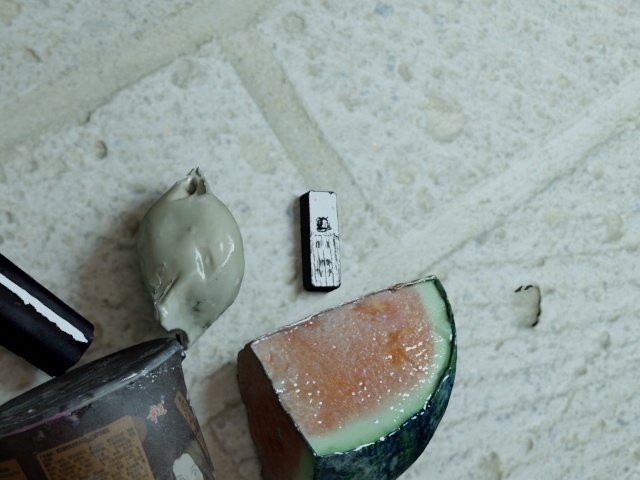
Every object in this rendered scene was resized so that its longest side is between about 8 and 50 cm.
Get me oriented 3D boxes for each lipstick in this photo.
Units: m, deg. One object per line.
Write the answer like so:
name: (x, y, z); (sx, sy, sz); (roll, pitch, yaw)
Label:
lipstick: (-0.394, -0.010, 1.334); (0.418, 0.077, 0.077); (38, 67, -21)

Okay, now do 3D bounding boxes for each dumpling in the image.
dumpling: (-0.131, 0.025, 1.449); (0.118, 0.136, 0.199); (5, 51, 12)

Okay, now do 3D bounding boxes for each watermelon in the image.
watermelon: (0.035, 0.141, 1.488); (0.226, 0.148, 0.318); (35, 66, -5)

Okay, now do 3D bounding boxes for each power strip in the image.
power strip: (0.000, 0.000, 1.556); (0.038, 0.029, 0.111); (1, 79, -23)

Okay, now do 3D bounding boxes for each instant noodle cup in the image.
instant noodle cup: (-0.191, 0.224, 1.336); (0.217, 0.217, 0.207); (-25, 96, -26)
